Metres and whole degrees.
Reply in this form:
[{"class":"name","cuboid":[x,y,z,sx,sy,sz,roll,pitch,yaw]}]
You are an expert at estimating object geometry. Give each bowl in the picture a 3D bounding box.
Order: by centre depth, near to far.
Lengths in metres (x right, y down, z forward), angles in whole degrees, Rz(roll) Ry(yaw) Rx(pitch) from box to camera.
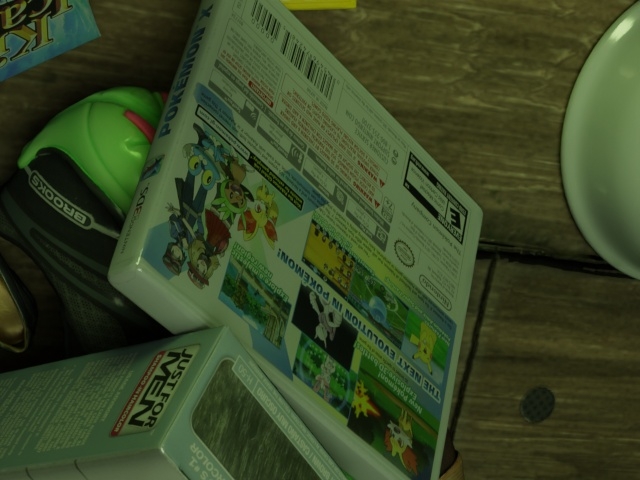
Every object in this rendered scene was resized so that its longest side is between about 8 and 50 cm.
[{"class":"bowl","cuboid":[0.370,-0.079,1.368,0.297,0.134,0.298,-7,111,-19]}]

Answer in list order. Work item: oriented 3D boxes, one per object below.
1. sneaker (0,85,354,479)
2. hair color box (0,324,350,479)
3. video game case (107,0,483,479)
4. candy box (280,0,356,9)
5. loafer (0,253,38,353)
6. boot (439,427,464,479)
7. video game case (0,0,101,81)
[{"class":"sneaker","cuboid":[-0.084,0.109,1.240,0.202,0.185,0.483,-25,103,25]},{"class":"hair color box","cuboid":[-0.172,0.190,1.134,0.185,0.374,0.114,54,43,-27]},{"class":"video game case","cuboid":[0.000,0.000,1.184,0.036,0.300,0.329,-20,132,36]},{"class":"candy box","cuboid":[-0.021,-0.279,1.212,0.105,0.027,0.206,-4,109,-16]},{"class":"loafer","cuboid":[-0.270,0.017,1.198,0.062,0.061,0.170,-41,116,-3]},{"class":"boot","cuboid":[-0.004,0.205,1.368,0.248,0.090,0.207,-24,101,-8]},{"class":"video game case","cuboid":[-0.302,-0.178,1.056,0.269,0.061,0.244,-27,148,-10]}]
